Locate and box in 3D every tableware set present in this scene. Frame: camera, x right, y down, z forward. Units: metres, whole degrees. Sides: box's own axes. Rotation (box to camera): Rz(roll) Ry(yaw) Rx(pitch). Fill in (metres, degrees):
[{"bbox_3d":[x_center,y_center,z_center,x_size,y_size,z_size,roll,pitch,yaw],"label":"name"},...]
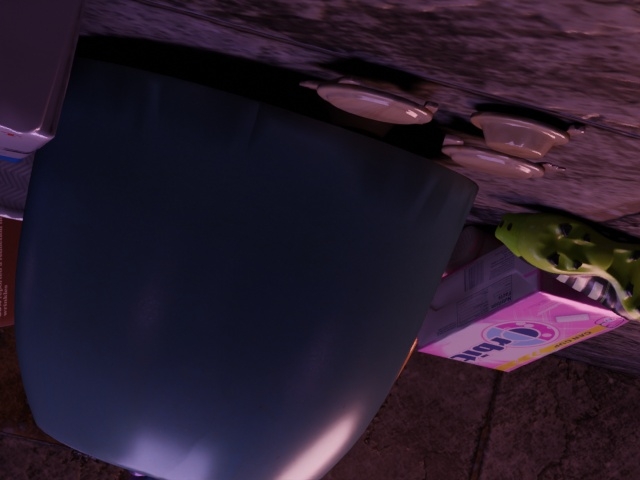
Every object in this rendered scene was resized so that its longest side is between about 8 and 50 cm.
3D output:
[{"bbox_3d":[0.067,-0.066,0.825,0.169,0.020,0.141,14,175,-9],"label":"tableware set"}]

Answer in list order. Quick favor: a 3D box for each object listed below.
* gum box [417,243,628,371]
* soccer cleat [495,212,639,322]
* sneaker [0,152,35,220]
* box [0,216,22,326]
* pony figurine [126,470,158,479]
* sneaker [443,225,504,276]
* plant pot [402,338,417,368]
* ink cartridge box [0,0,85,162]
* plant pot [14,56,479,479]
[{"bbox_3d":[0.182,0.055,1.288,0.107,0.062,0.188,15,153,-28],"label":"gum box"},{"bbox_3d":[0.216,0.017,1.157,0.179,0.060,0.072,25,179,-34],"label":"soccer cleat"},{"bbox_3d":[-0.291,-0.092,1.133,0.292,0.108,0.169,24,177,4],"label":"sneaker"},{"bbox_3d":[-0.403,-0.004,1.365,0.143,0.191,0.381,3,-177,21],"label":"box"},{"bbox_3d":[-0.161,0.178,1.914,0.351,0.363,0.303,-24,129,24],"label":"pony figurine"},{"bbox_3d":[0.145,0.019,1.374,0.070,0.051,0.134,21,169,-16],"label":"sneaker"},{"bbox_3d":[0.050,0.139,2.315,0.188,0.205,0.205,29,178,11],"label":"plant pot"},{"bbox_3d":[-0.218,-0.105,0.795,0.148,0.086,0.203,15,174,-17],"label":"ink cartridge box"},{"bbox_3d":[-0.070,0.034,0.960,0.293,0.235,0.293,17,179,0],"label":"plant pot"}]
